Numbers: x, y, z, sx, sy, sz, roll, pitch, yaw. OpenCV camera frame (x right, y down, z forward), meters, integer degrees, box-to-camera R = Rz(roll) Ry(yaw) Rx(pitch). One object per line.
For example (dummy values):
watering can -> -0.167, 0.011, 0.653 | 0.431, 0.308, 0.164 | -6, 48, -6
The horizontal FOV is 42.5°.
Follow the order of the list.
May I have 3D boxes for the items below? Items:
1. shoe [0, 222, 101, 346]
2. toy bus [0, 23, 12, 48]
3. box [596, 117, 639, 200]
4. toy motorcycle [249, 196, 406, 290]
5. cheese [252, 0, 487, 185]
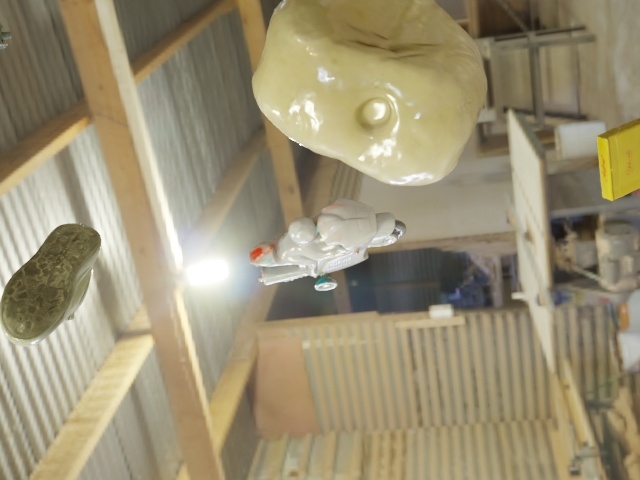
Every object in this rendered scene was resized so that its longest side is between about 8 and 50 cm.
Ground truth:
shoe -> -0.520, 0.111, 1.589 | 0.316, 0.124, 0.159 | -71, 2, -49
toy bus -> -0.605, -0.412, 1.193 | 0.183, 0.199, 0.344 | -145, 35, -69
box -> 0.416, -0.117, 1.032 | 0.023, 0.155, 0.087 | 43, 151, 56
toy motorcycle -> 0.000, 0.000, 1.321 | 0.171, 0.260, 0.110 | 32, -135, -58
cheese -> 0.055, -0.150, 0.759 | 0.218, 0.235, 0.117 | 44, 137, 25
